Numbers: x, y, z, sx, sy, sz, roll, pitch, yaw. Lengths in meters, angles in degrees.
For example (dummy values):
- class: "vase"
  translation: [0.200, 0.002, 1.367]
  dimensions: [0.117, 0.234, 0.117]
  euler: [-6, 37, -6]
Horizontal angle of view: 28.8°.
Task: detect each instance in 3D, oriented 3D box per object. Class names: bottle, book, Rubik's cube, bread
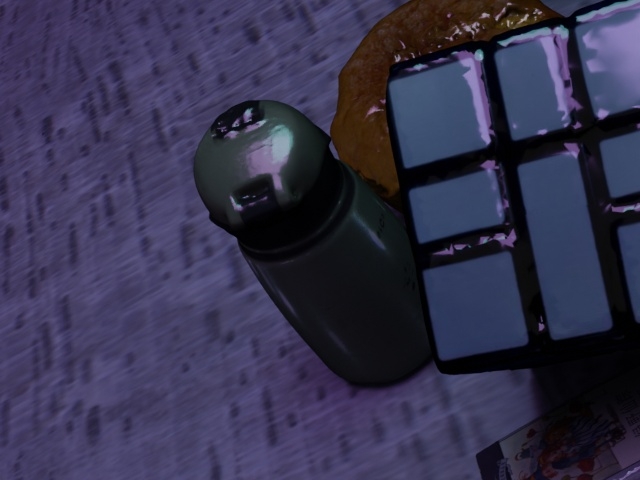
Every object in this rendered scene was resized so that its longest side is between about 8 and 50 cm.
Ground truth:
- class: "bottle"
  translation: [0.000, -0.002, 1.307]
  dimensions: [0.168, 0.347, 0.168]
  euler: [-19, 44, 20]
- class: "book"
  translation: [0.256, 0.188, 1.158]
  dimensions: [0.231, 0.026, 0.157]
  euler: [-31, 19, 9]
- class: "Rubik's cube"
  translation: [0.249, -0.038, 1.140]
  dimensions: [0.283, 0.288, 0.293]
  euler: [-17, 77, 26]
- class: "bread"
  translation: [0.167, -0.164, 1.467]
  dimensions: [0.312, 0.172, 0.312]
  euler: [-17, 51, 23]
